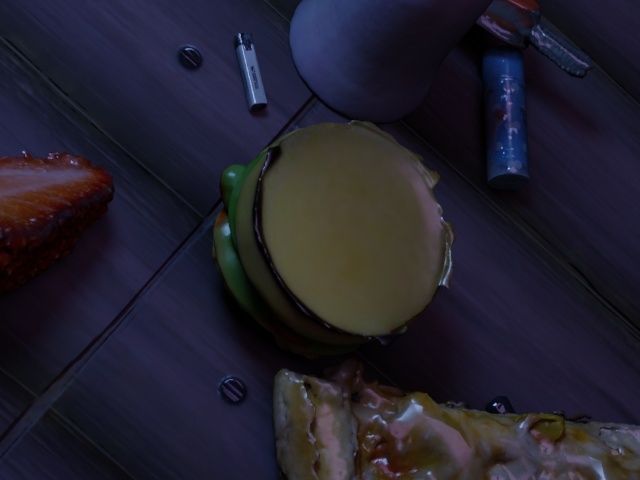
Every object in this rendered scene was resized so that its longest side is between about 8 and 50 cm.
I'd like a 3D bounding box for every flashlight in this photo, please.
[{"bbox_3d":[-0.073,-0.175,1.488,0.018,0.018,0.083,-5,71,-24],"label":"flashlight"}]

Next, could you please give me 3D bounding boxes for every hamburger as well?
[{"bbox_3d":[0.000,0.000,1.374,0.237,0.149,0.237,8,73,-27],"label":"hamburger"}]

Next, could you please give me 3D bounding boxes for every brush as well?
[{"bbox_3d":[0.165,-0.279,1.584,0.323,0.051,0.070,35,21,5],"label":"brush"}]

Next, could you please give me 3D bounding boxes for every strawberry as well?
[{"bbox_3d":[-0.302,-0.007,1.276,0.236,0.106,0.175,8,29,-22],"label":"strawberry"}]

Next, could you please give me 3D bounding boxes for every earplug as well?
[{"bbox_3d":[0.102,-0.255,1.434,0.172,0.301,0.172,9,67,-21],"label":"earplug"}]

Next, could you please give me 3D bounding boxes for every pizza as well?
[{"bbox_3d":[0.147,0.326,1.330,0.435,0.080,0.391,10,71,-12],"label":"pizza"}]

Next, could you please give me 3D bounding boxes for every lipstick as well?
[{"bbox_3d":[0.203,-0.135,1.577,0.048,0.048,0.158,9,66,-20],"label":"lipstick"}]

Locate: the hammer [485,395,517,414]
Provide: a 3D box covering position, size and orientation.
[{"bbox_3d":[0.251,0.258,1.448,0.103,0.029,0.246,-30,82,-30],"label":"hammer"}]
